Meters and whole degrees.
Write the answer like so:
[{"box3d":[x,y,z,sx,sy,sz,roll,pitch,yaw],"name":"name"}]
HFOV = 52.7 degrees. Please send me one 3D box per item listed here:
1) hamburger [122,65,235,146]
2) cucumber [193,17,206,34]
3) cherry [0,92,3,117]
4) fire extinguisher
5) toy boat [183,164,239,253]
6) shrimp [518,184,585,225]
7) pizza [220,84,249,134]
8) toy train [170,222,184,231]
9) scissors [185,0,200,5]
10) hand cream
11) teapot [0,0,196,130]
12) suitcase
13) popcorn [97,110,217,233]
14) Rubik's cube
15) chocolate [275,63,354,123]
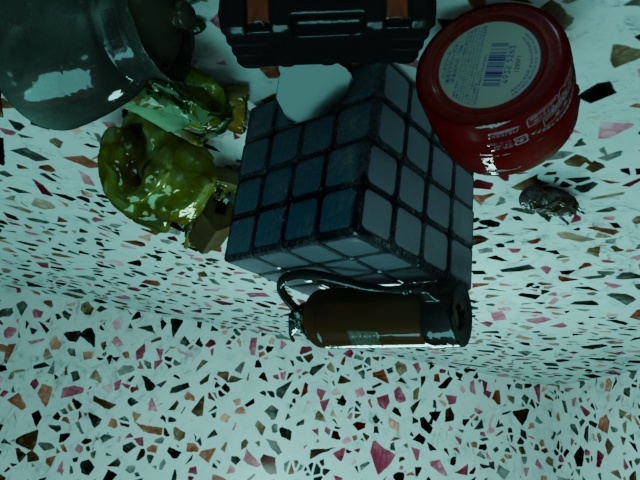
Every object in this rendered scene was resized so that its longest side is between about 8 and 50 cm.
[{"box3d":[-0.257,-0.256,1.132,0.214,0.125,0.235,17,169,2],"name":"hamburger"},{"box3d":[-0.277,-0.354,1.078,0.185,0.033,0.036,2,133,16],"name":"cucumber"},{"box3d":[-0.734,-0.284,1.225,0.250,0.175,0.192,26,-177,-24],"name":"cherry"},{"box3d":[0.071,0.114,1.175,0.376,0.113,0.200,-7,113,31],"name":"fire extinguisher"},{"box3d":[-0.273,-0.055,1.678,0.136,0.162,0.445,13,159,-19],"name":"toy boat"},{"box3d":[0.526,-0.081,1.452,0.190,0.074,0.073,7,130,-28],"name":"shrimp"},{"box3d":[-0.189,-0.259,1.276,0.131,0.041,0.178,32,148,-35],"name":"pizza"},{"box3d":[-0.427,-0.078,1.841,0.055,0.048,0.252,15,166,9],"name":"toy train"},{"box3d":[-0.264,-0.364,1.028,0.300,0.022,0.109,-8,128,25],"name":"scissors"},{"box3d":[0.262,-0.223,0.957,0.230,0.230,0.149,-1,158,24],"name":"hand cream"},{"box3d":[-0.320,-0.335,0.949,0.285,0.305,0.223,-10,-175,16],"name":"teapot"},{"box3d":[0.009,-0.302,0.922,0.286,0.066,0.206,-2,-179,1],"name":"suitcase"},{"box3d":[-0.348,-0.149,1.368,0.277,0.225,0.276,4,161,1],"name":"popcorn"},{"box3d":[0.068,-0.083,1.234,0.345,0.336,0.344,-14,151,42],"name":"Rubik's cube"},{"box3d":[-0.021,-0.281,1.094,0.125,0.080,0.149,35,132,-24],"name":"chocolate"}]
